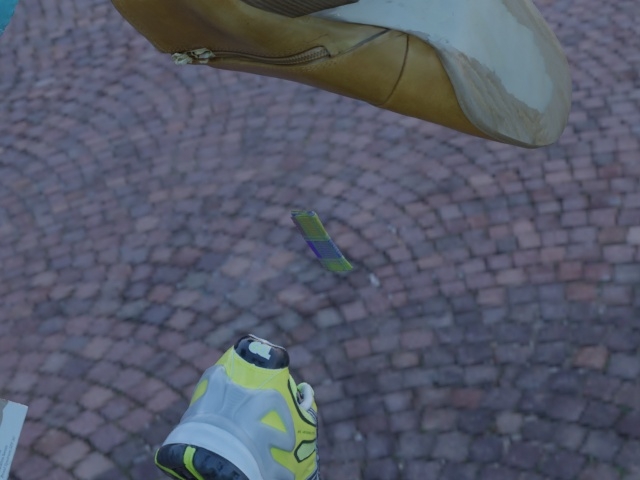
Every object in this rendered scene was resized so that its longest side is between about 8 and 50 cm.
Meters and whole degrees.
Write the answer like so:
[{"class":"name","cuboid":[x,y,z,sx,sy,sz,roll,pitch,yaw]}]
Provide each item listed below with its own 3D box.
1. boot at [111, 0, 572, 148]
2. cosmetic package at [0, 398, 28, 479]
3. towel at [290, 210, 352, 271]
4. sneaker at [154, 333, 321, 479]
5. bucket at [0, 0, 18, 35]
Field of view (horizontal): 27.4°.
[{"class":"boot","cuboid":[0.016,-0.141,0.913,0.211,0.295,0.104,0,71,49]},{"class":"cosmetic package","cuboid":[-0.270,0.129,0.919,0.041,0.115,0.060,-25,50,64]},{"class":"towel","cuboid":[0.000,0.000,1.478,0.009,0.083,0.060,-41,17,-22]},{"class":"sneaker","cuboid":[-0.047,0.210,1.296,0.145,0.385,0.147,23,73,11]},{"class":"bucket","cuboid":[-0.404,-0.257,1.131,0.281,0.281,0.183,10,18,32]}]
